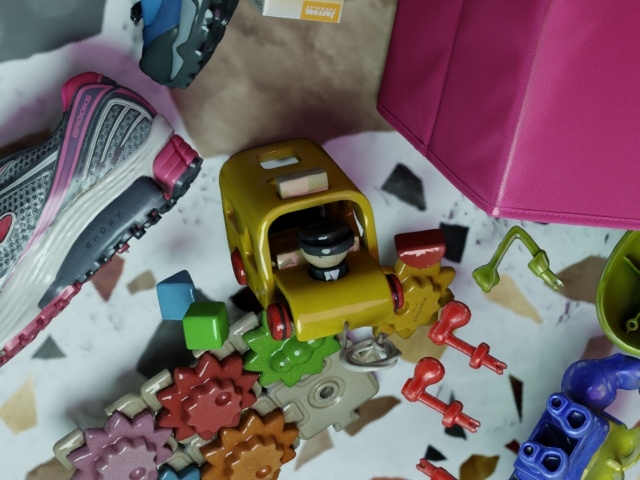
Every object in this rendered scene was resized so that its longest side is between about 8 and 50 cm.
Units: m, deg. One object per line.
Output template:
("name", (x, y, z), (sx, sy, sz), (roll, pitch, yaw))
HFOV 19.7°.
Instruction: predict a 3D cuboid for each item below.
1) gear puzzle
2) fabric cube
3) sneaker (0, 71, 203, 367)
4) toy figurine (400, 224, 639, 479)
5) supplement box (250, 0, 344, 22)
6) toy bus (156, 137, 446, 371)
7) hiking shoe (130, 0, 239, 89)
("gear puzzle", (-0.029, 0.125, 1.448), (0.339, 0.044, 0.175), (-34, 135, -2))
("fabric cube", (0.212, -0.167, 1.306), (0.254, 0.259, 0.258), (4, 110, -19))
("sneaker", (-0.222, 0.009, 1.330), (0.299, 0.121, 0.112), (-44, 90, 4))
("toy figurine", (0.187, 0.135, 1.512), (0.362, 0.191, 0.217), (-60, 163, -8))
("supplement box", (-0.010, -0.211, 1.335), (0.062, 0.036, 0.098), (3, 112, -19))
("toy bus", (-0.009, -0.003, 1.346), (0.202, 0.191, 0.104), (6, 119, 27))
("hiking shoe", (-0.110, -0.253, 1.263), (0.132, 0.113, 0.304), (13, 118, 9))
